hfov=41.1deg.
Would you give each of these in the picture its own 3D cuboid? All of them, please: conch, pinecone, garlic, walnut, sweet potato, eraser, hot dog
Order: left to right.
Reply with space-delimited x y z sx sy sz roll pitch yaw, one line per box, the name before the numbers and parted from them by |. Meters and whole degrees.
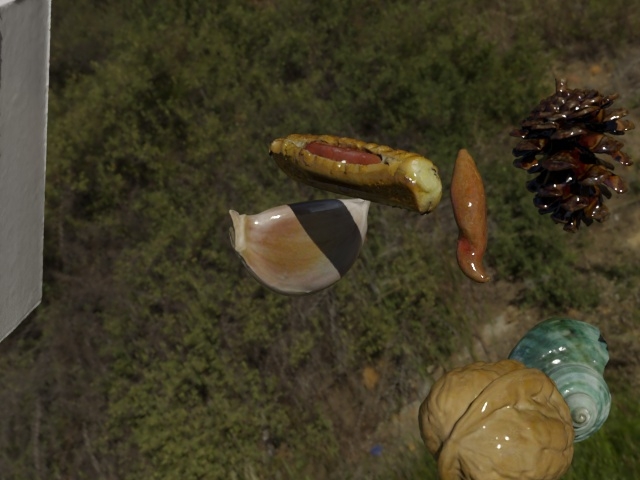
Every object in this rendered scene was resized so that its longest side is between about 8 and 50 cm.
eraser | -0.267 -0.060 0.670 0.078 0.298 0.076 18 34 7
garlic | 0.003 0.000 1.263 0.266 0.128 0.148 -21 -21 -17
hot dog | 0.040 -0.091 1.061 0.289 0.083 0.068 18 69 49
sweet potato | 0.215 -0.037 1.238 0.055 0.202 0.058 -9 -10 39
walnut | 0.268 0.296 1.321 0.257 0.257 0.224 -34 51 -20
conch | 0.443 0.268 1.575 0.220 0.195 0.277 -33 11 14
pinecone | 0.495 -0.164 1.669 0.244 0.309 0.244 -15 17 5
